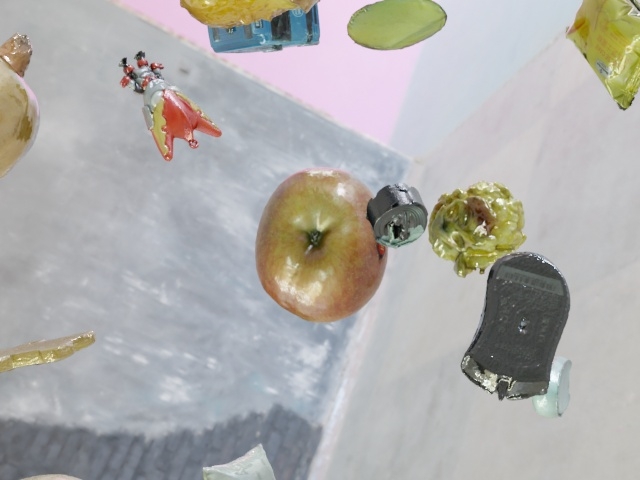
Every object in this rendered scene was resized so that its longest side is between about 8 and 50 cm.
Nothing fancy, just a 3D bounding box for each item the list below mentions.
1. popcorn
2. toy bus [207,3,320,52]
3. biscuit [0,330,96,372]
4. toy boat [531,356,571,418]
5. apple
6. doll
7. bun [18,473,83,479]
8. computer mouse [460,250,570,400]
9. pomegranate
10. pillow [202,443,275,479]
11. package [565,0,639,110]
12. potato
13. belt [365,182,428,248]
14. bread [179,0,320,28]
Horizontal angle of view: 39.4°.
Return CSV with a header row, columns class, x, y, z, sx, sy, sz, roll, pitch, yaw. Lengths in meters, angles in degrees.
class,x,y,z,sx,sy,sz,roll,pitch,yaw
popcorn,0.334,-0.025,1.906,0.218,0.189,0.169,-21,-5,43
toy bus,-0.101,-0.382,1.543,0.246,0.134,0.113,15,114,61
biscuit,-0.478,0.185,1.434,0.153,0.234,0.030,-20,-82,-75
toy boat,0.516,0.331,2.022,0.207,0.079,0.134,-11,-74,-64
apple,0.000,0.000,1.800,0.250,0.277,0.309,86,169,-61
doll,-0.233,-0.202,1.325,0.109,0.169,0.057,-33,-11,-38
bun,-0.202,0.344,0.726,0.299,0.164,0.299,-25,61,58
computer mouse,0.326,0.150,1.485,0.088,0.147,0.264,84,-153,-61
pomegranate,-0.458,-0.161,1.138,0.207,0.207,0.207,-59,12,21
pillow,-0.108,0.446,1.351,0.078,0.144,0.254,-18,80,37
package,0.490,-0.347,1.497,0.168,0.090,0.226,109,151,-43
potato,0.153,-0.425,1.785,0.054,0.198,0.119,60,-164,-62
belt,0.137,-0.040,1.589,0.140,0.105,0.058,75,180,-56
bread,-0.072,-0.311,0.768,0.145,0.268,0.268,-15,34,21
